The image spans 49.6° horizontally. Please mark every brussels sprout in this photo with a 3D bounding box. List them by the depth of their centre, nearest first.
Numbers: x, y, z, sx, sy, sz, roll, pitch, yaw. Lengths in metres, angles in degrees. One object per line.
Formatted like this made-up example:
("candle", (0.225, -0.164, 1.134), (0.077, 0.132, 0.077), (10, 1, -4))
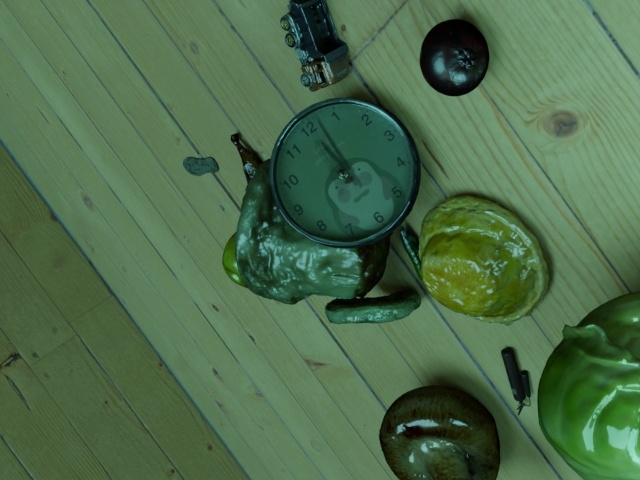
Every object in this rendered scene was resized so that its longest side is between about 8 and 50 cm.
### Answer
("brussels sprout", (0.555, 0.252, 1.115), (0.426, 0.342, 0.361), (14, 173, -17))

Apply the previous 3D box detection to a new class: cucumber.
("cucumber", (0.220, 0.027, 1.600), (0.037, 0.037, 0.155), (-5, 118, 53))

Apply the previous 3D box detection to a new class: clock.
("clock", (0.048, -0.141, 1.441), (0.319, 0.319, 0.066), (48, -170, 8))

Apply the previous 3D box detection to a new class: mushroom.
("mushroom", (0.306, 0.560, 1.728), (0.334, 0.356, 0.331), (3, 145, 14))

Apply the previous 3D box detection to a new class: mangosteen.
("mangosteen", (0.227, -0.317, 1.209), (0.140, 0.140, 0.140), (32, 141, 30))

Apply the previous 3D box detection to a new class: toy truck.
("toy truck", (-0.010, -0.412, 1.435), (0.092, 0.083, 0.192), (1, 120, 45))

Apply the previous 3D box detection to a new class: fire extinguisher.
("fire extinguisher", (0.456, 0.322, 1.589), (0.049, 0.035, 0.173), (-14, 114, 14))

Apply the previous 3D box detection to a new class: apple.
("apple", (-0.188, 0.050, 1.999), (0.196, 0.196, 0.195), (32, 141, 30))

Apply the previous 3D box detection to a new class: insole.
("insole", (-0.368, -0.228, 2.117), (0.193, 0.006, 0.065), (2, 121, 50))

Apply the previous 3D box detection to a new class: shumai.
("shumai", (0.000, 0.000, 1.637), (0.324, 0.324, 0.397), (12, 151, 23))

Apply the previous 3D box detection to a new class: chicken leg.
("chicken leg", (-0.188, -0.188, 1.893), (0.090, 0.048, 0.219), (7, 125, 45))

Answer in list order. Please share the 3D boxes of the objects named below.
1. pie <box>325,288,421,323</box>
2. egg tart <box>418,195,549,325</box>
("pie", (0.124, 0.160, 1.665), (0.241, 0.241, 0.054), (-4, 95, 52))
("egg tart", (0.313, 0.062, 1.435), (0.319, 0.128, 0.318), (30, 140, 28))
